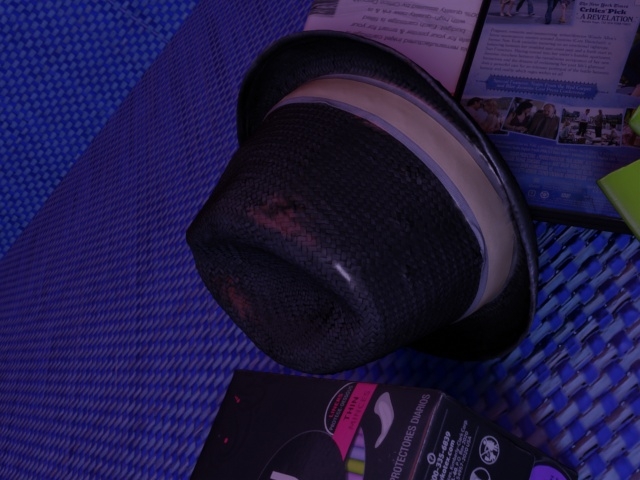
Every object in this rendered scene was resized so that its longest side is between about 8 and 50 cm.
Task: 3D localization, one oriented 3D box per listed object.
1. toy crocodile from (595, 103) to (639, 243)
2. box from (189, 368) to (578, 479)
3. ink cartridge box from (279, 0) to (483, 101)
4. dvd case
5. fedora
[{"bbox_3d":[0.285,-0.108,0.489,0.105,0.115,0.341,-30,-20,-46],"label":"toy crocodile"},{"bbox_3d":[0.022,0.200,0.638,0.270,0.143,0.165,-9,53,56],"label":"box"},{"bbox_3d":[0.093,-0.191,0.857,0.115,0.198,0.273,83,-159,-59],"label":"ink cartridge box"},{"bbox_3d":[0.202,-0.126,0.712,0.180,0.022,0.253,10,64,21],"label":"dvd case"},{"bbox_3d":[0.000,0.000,0.687,0.152,0.334,0.334,-35,16,-30],"label":"fedora"}]
